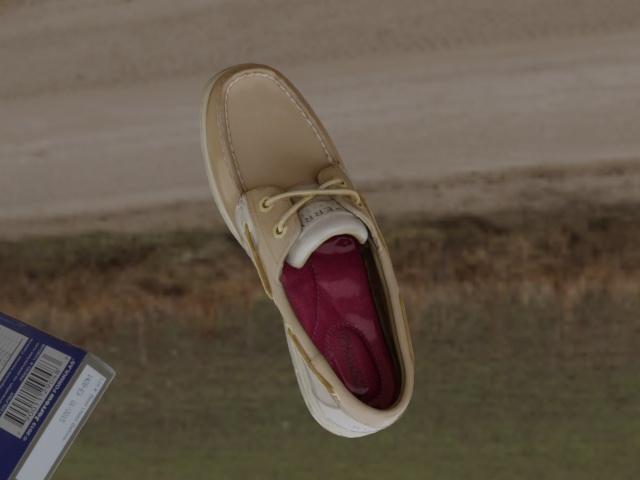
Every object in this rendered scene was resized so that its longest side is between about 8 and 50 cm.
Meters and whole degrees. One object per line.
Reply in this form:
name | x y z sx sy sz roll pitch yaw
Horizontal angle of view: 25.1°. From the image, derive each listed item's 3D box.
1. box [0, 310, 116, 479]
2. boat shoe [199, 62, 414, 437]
box | -0.243 0.105 0.936 0.225 0.136 0.036 18 162 42
boat shoe | 0.000 0.000 0.603 0.063 0.170 0.059 -23 179 -16
